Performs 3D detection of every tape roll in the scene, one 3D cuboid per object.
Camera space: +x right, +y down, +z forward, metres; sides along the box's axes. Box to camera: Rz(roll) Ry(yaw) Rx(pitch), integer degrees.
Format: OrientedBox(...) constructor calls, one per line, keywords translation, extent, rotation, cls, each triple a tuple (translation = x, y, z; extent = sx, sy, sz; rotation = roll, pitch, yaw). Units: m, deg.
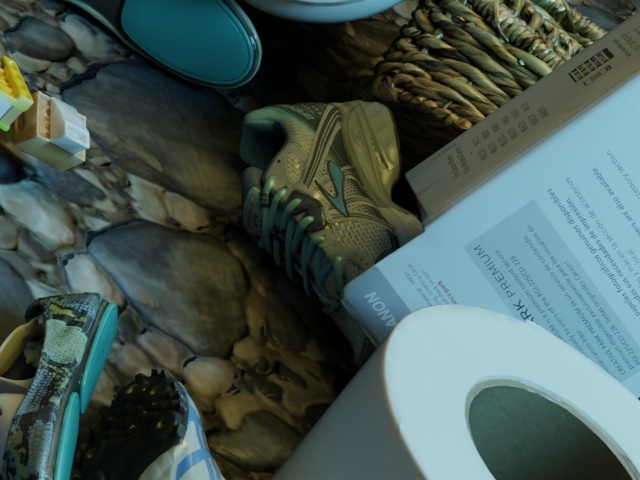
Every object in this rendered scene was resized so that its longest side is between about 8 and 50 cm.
OrientedBox(translation=(0.093, 0.180, 1.059), extent=(0.246, 0.169, 0.246), rotation=(27, 29, -17), cls="tape roll")

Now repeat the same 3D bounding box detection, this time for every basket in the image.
OrientedBox(translation=(0.203, -0.113, 1.481), extent=(0.299, 0.223, 0.213), rotation=(36, -13, -2), cls="basket")

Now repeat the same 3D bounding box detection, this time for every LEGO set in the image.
OrientedBox(translation=(-0.260, -0.070, 1.125), extent=(0.132, 0.107, 0.287), rotation=(48, 15, 9), cls="LEGO set")

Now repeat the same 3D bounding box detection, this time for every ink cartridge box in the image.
OrientedBox(translation=(0.200, 0.052, 1.217), extent=(0.309, 0.272, 0.130), rotation=(53, 9, -15), cls="ink cartridge box")

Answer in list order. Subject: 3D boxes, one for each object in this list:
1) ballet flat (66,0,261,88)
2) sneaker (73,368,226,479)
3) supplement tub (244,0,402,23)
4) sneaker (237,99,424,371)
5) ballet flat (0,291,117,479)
OrientedBox(translation=(-0.154, -0.207, 1.451), extent=(0.248, 0.086, 0.086), rotation=(31, 29, -10), cls="ballet flat")
OrientedBox(translation=(-0.072, 0.168, 1.003), extent=(0.086, 0.085, 0.237), rotation=(48, 12, -43), cls="sneaker")
OrientedBox(translation=(0.003, -0.300, 1.497), extent=(0.241, 0.241, 0.331), rotation=(35, 8, -5), cls="supplement tub")
OrientedBox(translation=(0.000, 0.000, 1.320), extent=(0.122, 0.110, 0.283), rotation=(6, 36, -16), cls="sneaker")
OrientedBox(translation=(-0.161, 0.093, 1.031), extent=(0.070, 0.070, 0.188), rotation=(30, 27, -12), cls="ballet flat")
